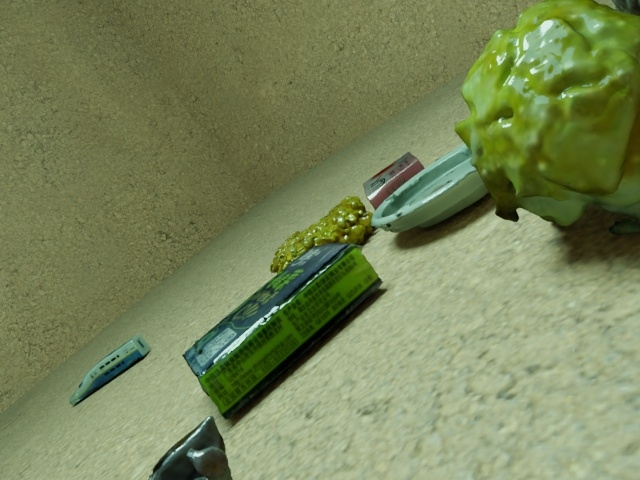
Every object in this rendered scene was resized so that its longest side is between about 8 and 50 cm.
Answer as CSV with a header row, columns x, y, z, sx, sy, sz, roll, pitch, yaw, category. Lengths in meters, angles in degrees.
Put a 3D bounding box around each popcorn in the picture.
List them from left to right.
x,y,z,sx,sy,sz,roll,pitch,yaw,category
0.201,-0.082,0.458,0.198,0.198,0.213,-43,-14,-33,popcorn

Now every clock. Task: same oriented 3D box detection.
x,y,z,sx,sy,sz,roll,pitch,yaw,category
0.175,-0.075,0.787,0.236,0.053,0.236,-34,8,6,clock

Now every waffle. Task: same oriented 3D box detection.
x,y,z,sx,sy,sz,roll,pitch,yaw,category
0.000,0.000,0.989,0.193,0.070,0.197,-37,10,2,waffle

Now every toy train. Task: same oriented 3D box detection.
x,y,z,sx,sy,sz,roll,pitch,yaw,category
-0.499,0.301,1.347,0.233,0.051,0.052,-34,6,11,toy train

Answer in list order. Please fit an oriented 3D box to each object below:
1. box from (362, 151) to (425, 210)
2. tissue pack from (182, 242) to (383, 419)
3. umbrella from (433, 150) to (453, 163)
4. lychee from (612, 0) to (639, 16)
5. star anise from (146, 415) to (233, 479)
x,y,z,sx,sy,sz,roll,pitch,yaw,category
0.133,-0.097,1.022,0.111,0.060,0.156,-36,9,8,box
-0.054,0.098,0.713,0.235,0.073,0.173,-39,10,-17,tissue pack
0.238,-0.137,0.909,0.037,0.040,0.144,-33,7,-40,umbrella
0.420,-0.327,0.585,0.255,0.275,0.255,-6,21,3,lychee
-0.117,0.210,0.382,0.262,0.081,0.230,-44,6,25,star anise
